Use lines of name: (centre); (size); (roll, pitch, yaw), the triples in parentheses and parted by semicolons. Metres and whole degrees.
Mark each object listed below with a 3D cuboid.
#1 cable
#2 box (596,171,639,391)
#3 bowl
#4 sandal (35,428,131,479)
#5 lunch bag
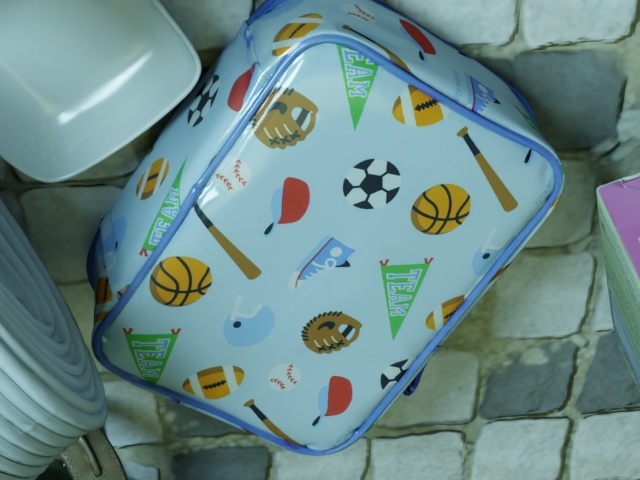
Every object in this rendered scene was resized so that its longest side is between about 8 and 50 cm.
cable: (-0.219, 0.021, 0.740); (0.089, 0.257, 0.257); (-34, 135, -1)
box: (0.313, 0.032, 0.864); (0.213, 0.117, 0.243); (-20, 149, 4)
bowl: (-0.159, -0.118, 0.772); (0.142, 0.053, 0.142); (-34, 123, 13)
sandal: (-0.175, 0.162, 0.947); (0.302, 0.120, 0.086); (23, 90, -25)
lunch bag: (0.000, 0.000, 0.847); (0.243, 0.115, 0.303); (26, 116, -27)
